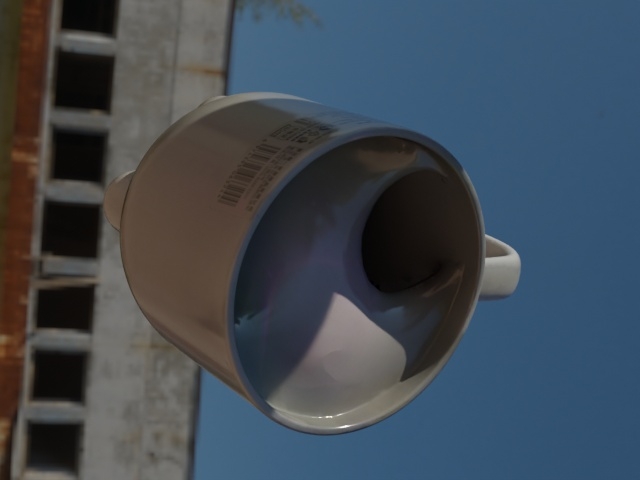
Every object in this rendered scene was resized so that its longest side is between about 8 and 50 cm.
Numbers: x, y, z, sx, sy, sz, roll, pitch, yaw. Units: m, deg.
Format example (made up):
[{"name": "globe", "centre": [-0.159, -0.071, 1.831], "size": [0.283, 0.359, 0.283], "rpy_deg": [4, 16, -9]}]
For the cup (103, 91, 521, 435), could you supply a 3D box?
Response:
[{"name": "cup", "centre": [-0.005, -0.009, 0.597], "size": [0.142, 0.173, 0.134], "rpy_deg": [25, -42, 51]}]
